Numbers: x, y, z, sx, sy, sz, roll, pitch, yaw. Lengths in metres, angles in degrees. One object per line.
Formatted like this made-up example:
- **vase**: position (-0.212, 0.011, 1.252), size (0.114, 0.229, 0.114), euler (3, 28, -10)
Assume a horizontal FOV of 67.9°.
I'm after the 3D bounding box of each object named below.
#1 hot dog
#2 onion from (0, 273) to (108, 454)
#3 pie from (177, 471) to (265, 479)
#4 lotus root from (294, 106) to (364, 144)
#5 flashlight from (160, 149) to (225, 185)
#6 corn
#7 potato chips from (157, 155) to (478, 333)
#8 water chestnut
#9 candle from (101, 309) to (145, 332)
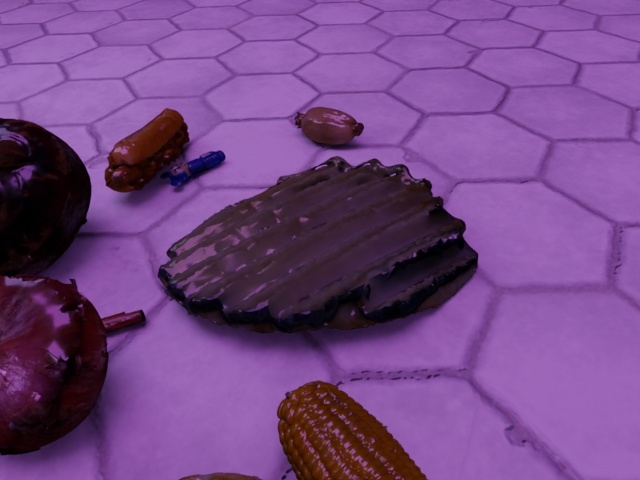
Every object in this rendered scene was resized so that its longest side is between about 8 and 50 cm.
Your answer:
- **hot dog**: position (-0.298, -0.155, 0.841), size (0.076, 0.102, 0.249), euler (30, 34, -7)
- **onion**: position (-0.294, 0.119, 0.494), size (0.184, 0.183, 0.147), euler (8, 0, 12)
- **pie**: position (-0.106, 0.278, 0.334), size (0.248, 0.089, 0.201), euler (-21, 33, -21)
- **lotus root**: position (0.012, -0.222, 0.925), size (0.151, 0.062, 0.072), euler (17, 67, 23)
- **flashlight**: position (-0.225, -0.134, 0.854), size (0.121, 0.035, 0.057), euler (-34, 46, -31)
- **corn**: position (0.060, 0.228, 0.375), size (0.102, 0.101, 0.313), euler (-21, 43, -20)
- **potato chips**: position (0.000, 0.000, 0.670), size (0.430, 0.069, 0.359), euler (-27, 44, -27)
- **water chestnut**: position (-0.436, -0.060, 0.635), size (0.224, 0.238, 0.223), euler (1, 85, -8)
- **candle**: position (-0.301, 0.116, 0.582), size (0.168, 0.021, 0.026), euler (-15, 16, -12)
